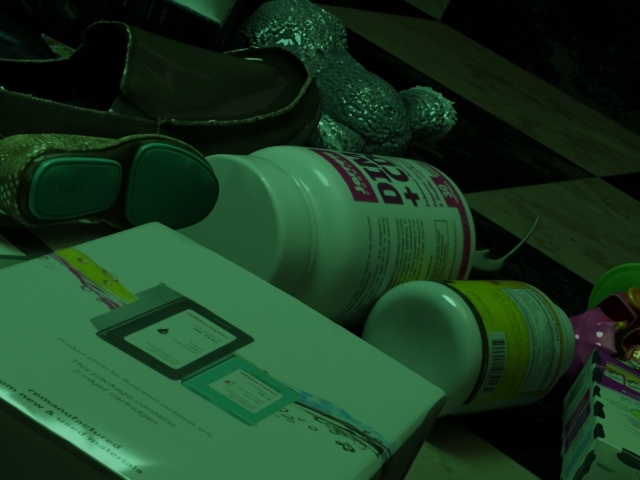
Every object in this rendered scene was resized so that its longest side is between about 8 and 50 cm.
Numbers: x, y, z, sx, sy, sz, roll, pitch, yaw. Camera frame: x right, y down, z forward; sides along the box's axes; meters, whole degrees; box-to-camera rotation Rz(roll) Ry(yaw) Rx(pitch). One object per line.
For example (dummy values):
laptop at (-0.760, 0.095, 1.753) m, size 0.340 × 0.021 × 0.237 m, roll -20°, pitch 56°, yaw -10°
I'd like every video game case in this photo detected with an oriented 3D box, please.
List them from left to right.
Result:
video game case at (-0.298, -0.208, 1.699) m, size 0.122 × 0.011 × 0.087 m, roll 33°, pitch 19°, yaw 19°

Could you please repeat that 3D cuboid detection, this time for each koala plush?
koala plush at (0.008, -0.130, 1.487) m, size 0.196 × 0.203 × 0.221 m, roll -12°, pitch 25°, yaw -32°

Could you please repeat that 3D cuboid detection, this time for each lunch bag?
lunch bag at (-0.331, -0.186, 1.450) m, size 0.151 × 0.096 × 0.129 m, roll 4°, pitch 26°, yaw -30°

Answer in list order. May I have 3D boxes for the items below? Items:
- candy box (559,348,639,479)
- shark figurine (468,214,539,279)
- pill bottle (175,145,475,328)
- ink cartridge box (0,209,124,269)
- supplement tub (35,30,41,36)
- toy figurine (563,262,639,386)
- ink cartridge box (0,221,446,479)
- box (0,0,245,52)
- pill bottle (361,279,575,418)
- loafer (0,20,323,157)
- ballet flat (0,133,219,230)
candy box at (0.296, 0.195, 1.306) m, size 0.159 × 0.071 × 0.233 m, roll 28°, pitch 17°, yaw 2°
shark figurine at (0.126, -0.017, 1.607) m, size 0.278 × 0.116 × 0.166 m, roll 19°, pitch 20°, yaw -18°
pill bottle at (0.000, 0.000, 1.285) m, size 0.160 × 0.160 × 0.283 m, roll 37°, pitch 20°, yaw 30°
ink cartridge box at (-0.241, 0.030, 0.926) m, size 0.273 × 0.115 × 0.198 m, roll 6°, pitch 28°, yaw -50°
supplement tub at (-0.395, -0.271, 1.586) m, size 0.198 × 0.106 × 0.106 m, roll 19°, pitch 19°, yaw -23°
toy figurine at (0.312, 0.122, 1.531) m, size 0.159 × 0.130 × 0.173 m, roll -20°, pitch 72°, yaw -49°
ink cartridge box at (-0.095, 0.136, 0.700) m, size 0.197 × 0.198 × 0.270 m, roll 30°, pitch 17°, yaw 13°
box at (-0.201, -0.281, 1.425) m, size 0.270 × 0.143 × 0.165 m, roll 27°, pitch 57°, yaw -4°
pill bottle at (0.138, 0.093, 1.294) m, size 0.117 × 0.117 × 0.215 m, roll 38°, pitch 20°, yaw 31°
loafer at (-0.151, -0.121, 1.273) m, size 0.366 × 0.130 × 0.134 m, roll -16°, pitch 41°, yaw -32°
ballet flat at (-0.148, -0.044, 0.977) m, size 0.067 × 0.073 × 0.206 m, roll 21°, pitch 7°, yaw 29°
